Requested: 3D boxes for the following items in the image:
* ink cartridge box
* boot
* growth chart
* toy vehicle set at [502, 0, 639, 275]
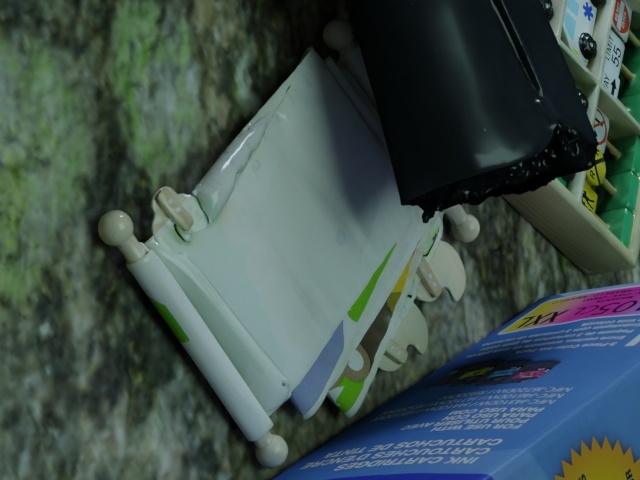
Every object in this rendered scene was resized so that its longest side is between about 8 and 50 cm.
[{"bbox_3d":[0.105,0.205,0.873,0.395,0.151,0.270,-27,101,-48],"label":"ink cartridge box"},{"bbox_3d":[0.088,-0.128,0.960,0.246,0.094,0.207,-24,91,-50],"label":"boot"},{"bbox_3d":[0.000,0.000,0.898,0.237,0.021,0.172,-49,117,-45],"label":"growth chart"},{"bbox_3d":[0.151,-0.134,1.103,0.166,0.035,0.267,39,53,-37],"label":"toy vehicle set"}]
